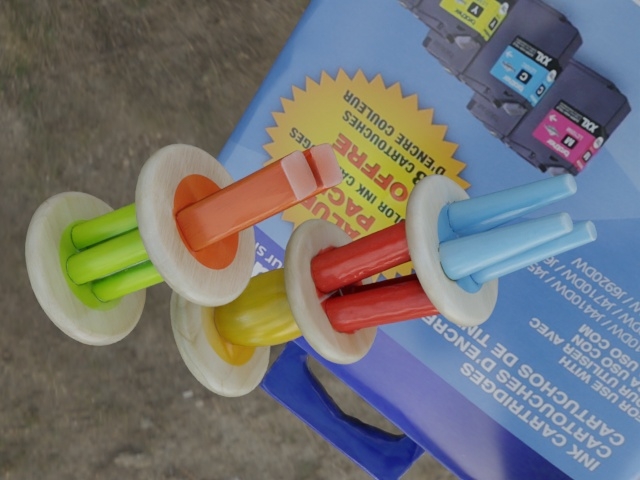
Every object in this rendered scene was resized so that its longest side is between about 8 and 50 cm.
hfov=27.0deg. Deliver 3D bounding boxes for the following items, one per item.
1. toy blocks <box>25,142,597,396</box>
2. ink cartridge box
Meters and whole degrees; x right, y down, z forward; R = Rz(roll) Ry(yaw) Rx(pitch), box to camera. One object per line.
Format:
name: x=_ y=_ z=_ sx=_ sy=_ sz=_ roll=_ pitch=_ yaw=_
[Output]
toy blocks: x=0.000 y=0.000 z=0.428 sx=0.148 sy=0.054 sz=0.123 roll=-20 pitch=149 yaw=31
ink cartridge box: x=0.108 y=-0.034 z=0.660 sx=0.270 sy=0.151 sz=0.395 roll=39 pitch=130 yaw=6
